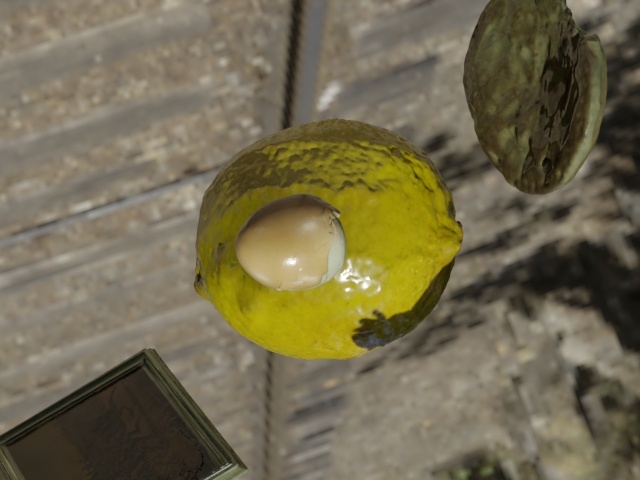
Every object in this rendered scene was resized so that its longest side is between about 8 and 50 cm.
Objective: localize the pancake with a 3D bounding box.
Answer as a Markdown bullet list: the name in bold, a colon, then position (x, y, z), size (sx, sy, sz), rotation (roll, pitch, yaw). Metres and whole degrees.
- **pancake**: position (0.224, -0.164, 1.818), size (0.042, 0.236, 0.222), rotation (-3, 118, -30)

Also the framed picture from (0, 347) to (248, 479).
- **framed picture**: position (-0.198, 0.199, 1.618), size (0.197, 0.014, 0.252), rotation (-31, -148, -12)

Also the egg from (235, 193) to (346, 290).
- **egg**: position (-0.022, 0.003, 1.272), size (0.083, 0.071, 0.071), rotation (-14, 166, -20)

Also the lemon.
- **lemon**: position (0.000, 0.000, 1.905), size (0.321, 0.268, 0.268), rotation (-8, 170, 16)
